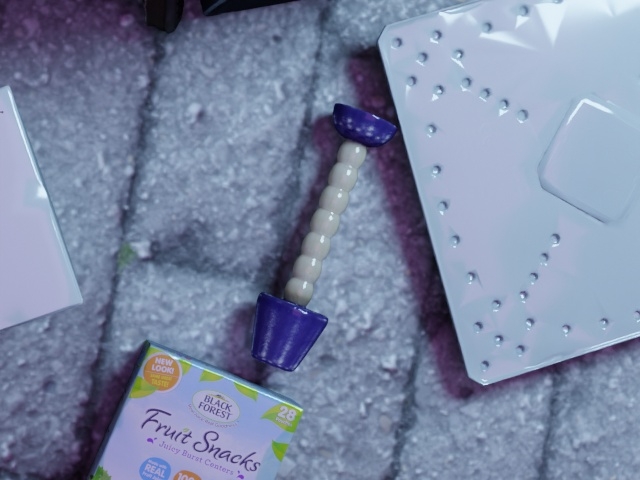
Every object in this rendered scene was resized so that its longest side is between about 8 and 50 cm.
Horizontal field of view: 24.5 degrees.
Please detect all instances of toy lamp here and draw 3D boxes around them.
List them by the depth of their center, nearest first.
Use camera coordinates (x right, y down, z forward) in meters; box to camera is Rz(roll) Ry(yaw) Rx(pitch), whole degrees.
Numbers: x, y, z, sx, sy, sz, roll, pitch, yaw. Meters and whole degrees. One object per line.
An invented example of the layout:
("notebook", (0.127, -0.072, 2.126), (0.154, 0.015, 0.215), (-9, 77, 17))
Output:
("toy lamp", (0.000, 0.000, 1.510), (0.080, 0.080, 0.275), (22, 90, -11))

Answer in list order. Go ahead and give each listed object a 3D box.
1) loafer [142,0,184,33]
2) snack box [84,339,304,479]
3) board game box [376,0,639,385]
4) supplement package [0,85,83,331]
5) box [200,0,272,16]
("loafer", (-0.187, -0.310, 1.464), (0.078, 0.080, 0.220), (-12, 90, 0))
("snack box", (-0.138, 0.229, 1.499), (0.174, 0.070, 0.207), (23, 87, -11))
("board game box", (0.288, -0.087, 1.561), (0.390, 0.050, 0.390), (-17, 99, -7))
("supplement package", (-0.344, -0.013, 1.348), (0.198, 0.262, 0.199), (-19, 96, -10))
("box", (-0.035, -0.378, 1.373), (0.182, 0.296, 0.294), (-10, 96, -11))
